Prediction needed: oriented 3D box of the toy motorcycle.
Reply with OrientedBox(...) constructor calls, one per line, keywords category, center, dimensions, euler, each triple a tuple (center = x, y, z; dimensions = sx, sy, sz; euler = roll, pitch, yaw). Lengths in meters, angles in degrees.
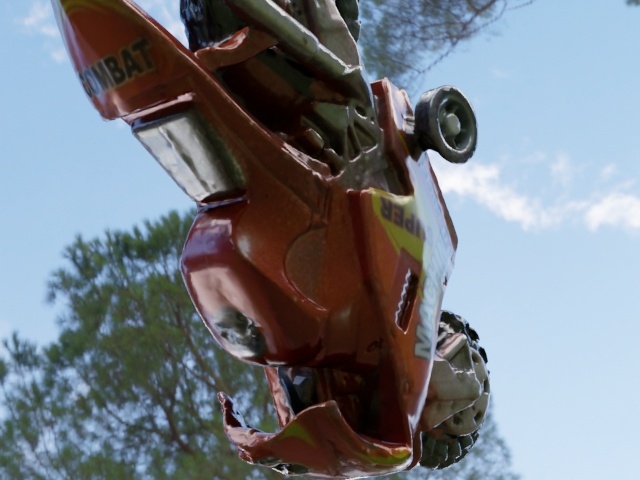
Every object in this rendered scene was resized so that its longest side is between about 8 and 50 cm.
OrientedBox(category="toy motorcycle", center=(0.000, -0.001, 0.395), dimensions=(0.171, 0.089, 0.298), euler=(-35, -71, -35))
